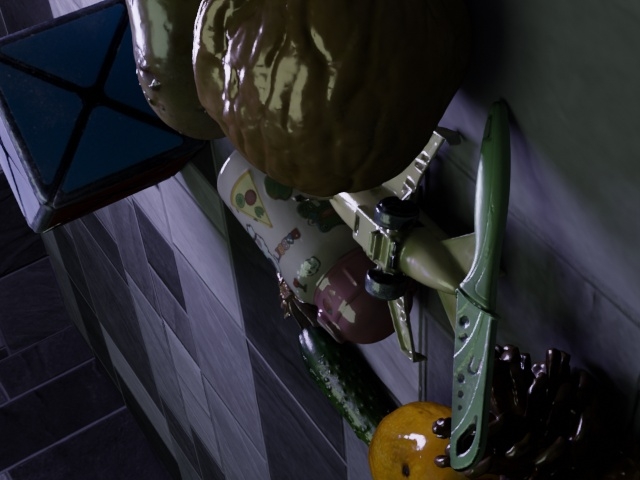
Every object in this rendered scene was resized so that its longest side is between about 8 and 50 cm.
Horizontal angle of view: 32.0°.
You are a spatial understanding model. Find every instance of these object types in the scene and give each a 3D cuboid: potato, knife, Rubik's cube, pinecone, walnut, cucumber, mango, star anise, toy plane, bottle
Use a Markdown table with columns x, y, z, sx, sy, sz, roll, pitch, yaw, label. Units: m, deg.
| x | y | z | sx | sy | sz | roll | pitch | yaw | label |
| --- | --- | --- | --- | --- | --- | --- | --- | --- | --- |
| -0.129 | -0.227 | 1.189 | 0.165 | 0.164 | 0.263 | 35 | 141 | 52 | potato |
| 0.125 | 0.037 | 0.879 | 0.043 | 0.019 | 0.293 | 3 | 88 | 46 | knife |
| -0.350 | -0.183 | 1.636 | 0.260 | 0.259 | 0.255 | 62 | 159 | -1 | Rubik's cube |
| 0.178 | 0.179 | 0.938 | 0.195 | 0.149 | 0.179 | 66 | 165 | 3 | pinecone |
| 0.011 | -0.149 | 0.862 | 0.228 | 0.228 | 0.228 | 50 | 157 | 32 | walnut |
| 0.044 | 0.197 | 1.414 | 0.227 | 0.069 | 0.069 | 52 | 158 | 21 | cucumber |
| 0.121 | 0.265 | 1.223 | 0.177 | 0.120 | 0.295 | 63 | 160 | 6 | mango |
| -0.028 | 0.064 | 1.429 | 0.124 | 0.056 | 0.129 | 56 | 144 | 27 | star anise |
| 0.071 | -0.011 | 1.052 | 0.256 | 0.104 | 0.242 | 35 | 132 | 42 | toy plane |
| 0.000 | 0.000 | 1.193 | 0.253 | 0.120 | 0.120 | 53 | 158 | 26 | bottle |
